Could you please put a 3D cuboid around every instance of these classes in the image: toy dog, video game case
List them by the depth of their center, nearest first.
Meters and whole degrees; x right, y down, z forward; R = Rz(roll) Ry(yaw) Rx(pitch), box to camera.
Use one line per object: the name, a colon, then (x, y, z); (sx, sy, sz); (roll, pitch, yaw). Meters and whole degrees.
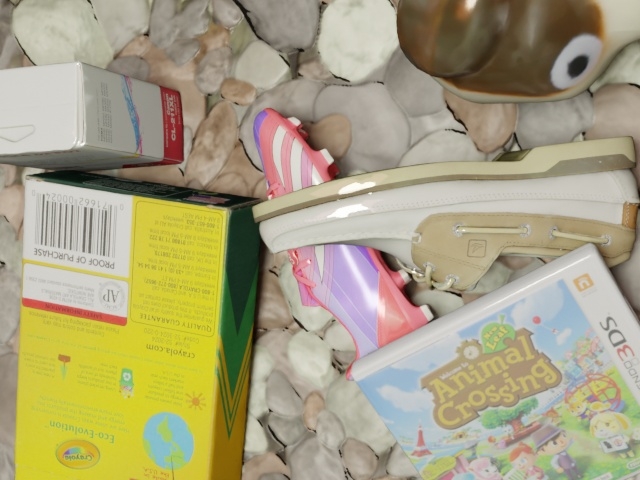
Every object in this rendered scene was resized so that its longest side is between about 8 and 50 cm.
toy dog: (0.135, -0.303, 0.792); (0.395, 0.284, 0.408); (-9, 88, 20)
video game case: (0.162, 0.128, 0.857); (0.212, 0.023, 0.193); (-29, 108, 17)

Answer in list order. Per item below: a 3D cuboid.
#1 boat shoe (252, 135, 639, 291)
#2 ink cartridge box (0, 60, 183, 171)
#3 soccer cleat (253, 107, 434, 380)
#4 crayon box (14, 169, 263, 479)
boat shoe: (0.102, -0.011, 0.846); (0.302, 0.113, 0.103); (-8, 93, -2)
ink cartridge box: (-0.217, -0.104, 0.964); (0.127, 0.175, 0.072); (-2, 88, 19)
soccer cleat: (0.000, 0.000, 0.932); (0.095, 0.083, 0.248); (-34, 82, 2)
crayon box: (-0.168, 0.108, 0.976); (0.202, 0.081, 0.319); (10, 101, 19)
